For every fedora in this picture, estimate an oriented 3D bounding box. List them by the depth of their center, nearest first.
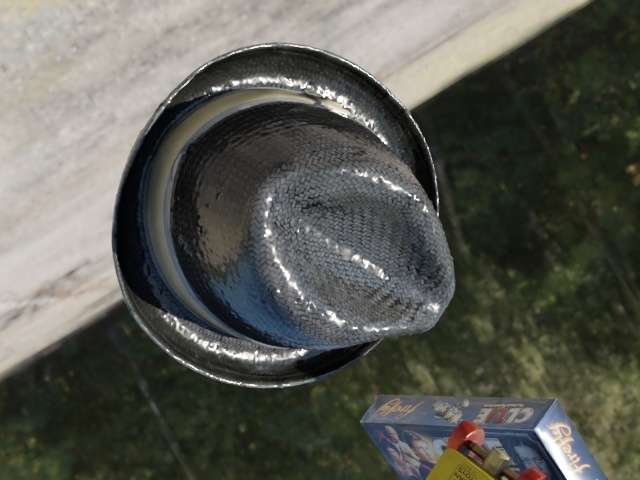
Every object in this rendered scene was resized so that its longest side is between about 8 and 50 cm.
[{"bbox_3d":[0.000,0.000,1.005,0.334,0.334,0.152,-30,-150,-21],"label":"fedora"}]

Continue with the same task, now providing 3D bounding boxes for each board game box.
[{"bbox_3d":[0.165,0.223,1.163,0.042,0.165,0.243,-46,-159,-31],"label":"board game box"}]

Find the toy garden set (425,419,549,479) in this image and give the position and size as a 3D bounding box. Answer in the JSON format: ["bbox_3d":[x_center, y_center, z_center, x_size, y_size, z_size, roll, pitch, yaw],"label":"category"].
[{"bbox_3d":[0.094,0.209,0.695,0.244,0.204,0.049,-21,130,-37],"label":"toy garden set"}]
